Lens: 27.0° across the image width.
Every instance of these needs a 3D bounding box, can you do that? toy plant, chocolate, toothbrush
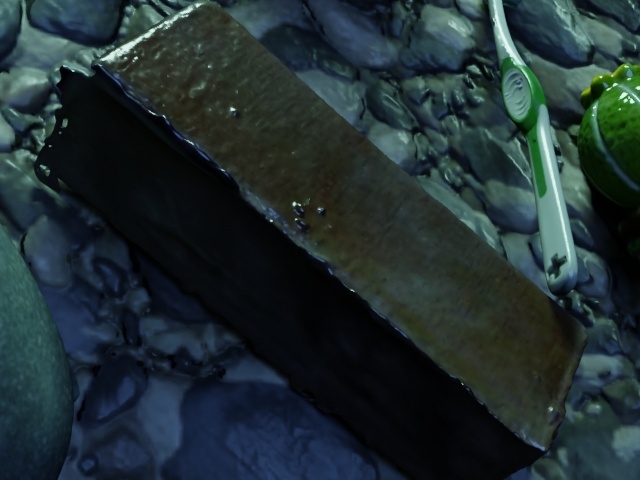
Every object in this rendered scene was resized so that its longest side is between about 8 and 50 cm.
[{"bbox_3d":[0.226,-0.039,0.866,0.092,0.093,0.162,-20,73,-29],"label":"toy plant"},{"bbox_3d":[0.000,0.000,0.744,0.321,0.112,0.112,40,49,-1],"label":"chocolate"},{"bbox_3d":[0.128,-0.084,0.841,0.030,0.030,0.304,14,45,-17],"label":"toothbrush"}]

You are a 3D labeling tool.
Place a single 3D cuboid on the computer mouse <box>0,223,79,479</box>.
[{"bbox_3d":[-0.271,0.000,0.619,0.374,0.114,0.203,38,58,-2],"label":"computer mouse"}]
